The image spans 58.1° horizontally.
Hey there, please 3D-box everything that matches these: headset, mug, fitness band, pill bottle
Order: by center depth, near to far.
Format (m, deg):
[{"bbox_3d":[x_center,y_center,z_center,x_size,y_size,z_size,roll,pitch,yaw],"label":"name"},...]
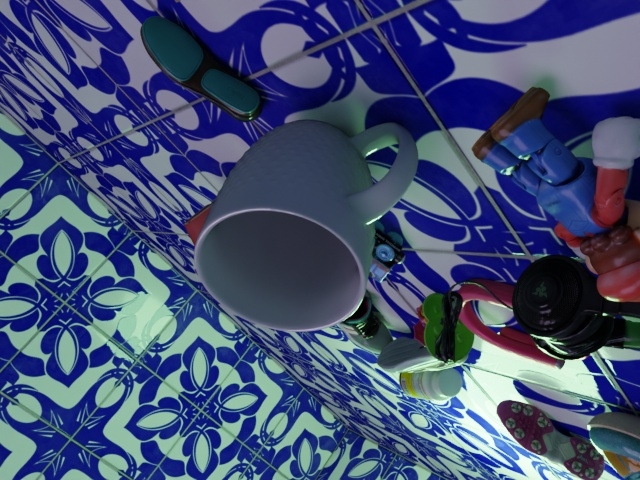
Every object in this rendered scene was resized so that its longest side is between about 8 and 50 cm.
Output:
[{"bbox_3d":[0.382,0.139,0.921,0.394,0.185,0.243,5,162,32],"label":"headset"},{"bbox_3d":[0.000,-0.072,0.983,0.374,0.328,0.276,-26,122,31],"label":"mug"},{"bbox_3d":[0.409,0.172,1.189,0.291,0.054,0.209,13,148,46],"label":"fitness band"},{"bbox_3d":[0.334,0.425,1.749,0.117,0.117,0.215,42,159,-10],"label":"pill bottle"}]

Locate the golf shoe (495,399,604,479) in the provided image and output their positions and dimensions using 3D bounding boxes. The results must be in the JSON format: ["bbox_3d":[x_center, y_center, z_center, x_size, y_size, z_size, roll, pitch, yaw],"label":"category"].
[{"bbox_3d":[0.609,0.551,1.582,0.306,0.115,0.140,35,162,11],"label":"golf shoe"}]

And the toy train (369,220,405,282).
[{"bbox_3d":[0.098,0.005,1.274,0.184,0.080,0.105,36,133,5],"label":"toy train"}]

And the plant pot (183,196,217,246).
[{"bbox_3d":[-0.225,-0.008,1.584,0.243,0.275,0.275,53,156,-12],"label":"plant pot"}]

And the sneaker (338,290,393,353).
[{"bbox_3d":[0.123,0.228,1.692,0.295,0.124,0.178,42,168,-7],"label":"sneaker"}]

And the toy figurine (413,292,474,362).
[{"bbox_3d":[0.276,0.208,1.431,0.173,0.130,0.159,63,166,-4],"label":"toy figurine"}]

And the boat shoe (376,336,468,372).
[{"bbox_3d":[0.277,0.330,1.612,0.094,0.109,0.302,39,147,-18],"label":"boat shoe"}]

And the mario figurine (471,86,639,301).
[{"bbox_3d":[0.361,-0.061,0.744,0.320,0.170,0.198,46,-158,3],"label":"mario figurine"}]

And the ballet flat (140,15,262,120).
[{"bbox_3d":[-0.240,-0.327,1.153,0.280,0.095,0.096,40,171,-5],"label":"ballet flat"}]

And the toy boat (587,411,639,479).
[{"bbox_3d":[0.679,0.438,1.173,0.267,0.148,0.318,25,156,31],"label":"toy boat"}]
